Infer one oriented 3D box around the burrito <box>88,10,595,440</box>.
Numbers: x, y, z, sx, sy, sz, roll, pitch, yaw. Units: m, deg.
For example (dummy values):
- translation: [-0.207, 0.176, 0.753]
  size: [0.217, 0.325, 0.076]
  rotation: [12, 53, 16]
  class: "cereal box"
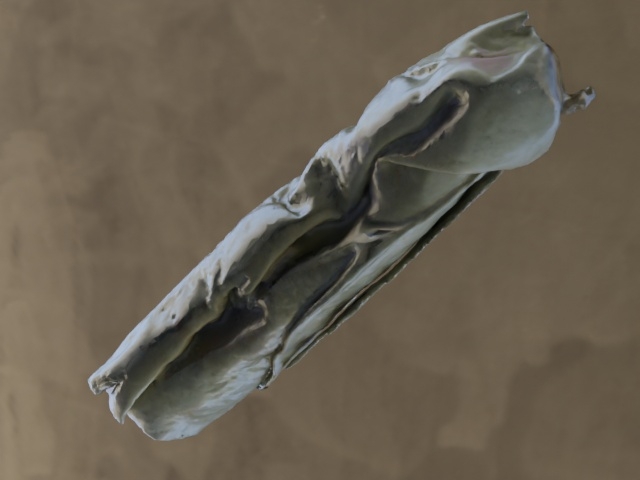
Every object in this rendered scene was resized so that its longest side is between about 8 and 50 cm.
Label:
- translation: [0.000, 0.000, 0.458]
  size: [0.185, 0.041, 0.045]
  rotation: [-44, -130, 29]
  class: "burrito"
